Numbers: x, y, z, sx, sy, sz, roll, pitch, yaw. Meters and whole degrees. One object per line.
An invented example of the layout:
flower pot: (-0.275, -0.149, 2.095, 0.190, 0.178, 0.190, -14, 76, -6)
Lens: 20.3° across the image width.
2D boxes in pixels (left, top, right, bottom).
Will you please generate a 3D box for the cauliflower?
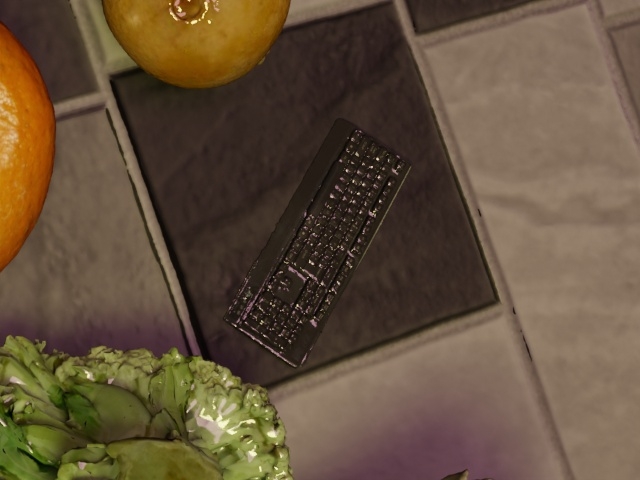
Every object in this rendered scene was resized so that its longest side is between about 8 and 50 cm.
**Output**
cauliflower: (-0.154, 0.178, 1.146, 0.272, 0.250, 0.275, 26, 66, -21)

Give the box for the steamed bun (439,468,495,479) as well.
steamed bun: (0.045, 0.329, 1.228, 0.346, 0.237, 0.394, 6, 102, -47)

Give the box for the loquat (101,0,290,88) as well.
loquat: (-0.088, -0.178, 1.305, 0.141, 0.141, 0.141, 5, 79, -25)

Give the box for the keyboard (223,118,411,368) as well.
keyboard: (0.001, 0.000, 1.382, 0.074, 0.015, 0.196, 36, 67, -15)

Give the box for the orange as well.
orange: (-0.282, -0.061, 1.174, 0.224, 0.170, 0.224, 3, 86, -46)
